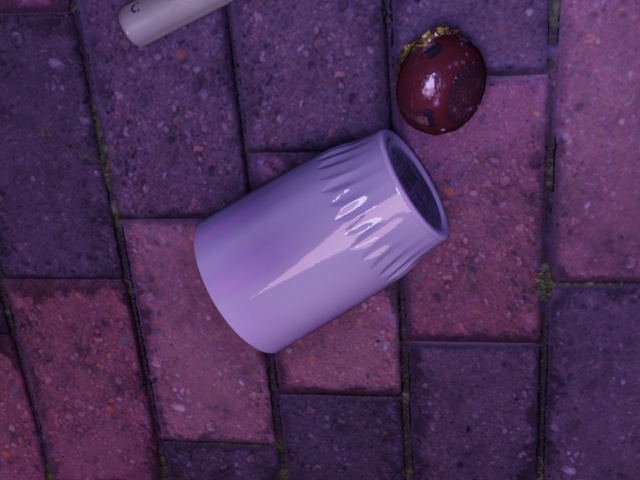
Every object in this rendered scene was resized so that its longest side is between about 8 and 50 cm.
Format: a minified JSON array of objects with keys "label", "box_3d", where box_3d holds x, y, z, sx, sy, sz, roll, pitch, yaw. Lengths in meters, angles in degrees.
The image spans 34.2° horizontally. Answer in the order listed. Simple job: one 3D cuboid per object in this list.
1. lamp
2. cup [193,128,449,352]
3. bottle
[{"label":"lamp","box_3d":[0.174,-0.240,1.575,0.135,0.156,0.157,25,89,38]},{"label":"cup","box_3d":[0.000,0.000,1.663,0.371,0.253,0.253,-30,110,21]},{"label":"bottle","box_3d":[-0.209,-0.370,1.597,0.201,0.072,0.072,-22,113,20]}]
